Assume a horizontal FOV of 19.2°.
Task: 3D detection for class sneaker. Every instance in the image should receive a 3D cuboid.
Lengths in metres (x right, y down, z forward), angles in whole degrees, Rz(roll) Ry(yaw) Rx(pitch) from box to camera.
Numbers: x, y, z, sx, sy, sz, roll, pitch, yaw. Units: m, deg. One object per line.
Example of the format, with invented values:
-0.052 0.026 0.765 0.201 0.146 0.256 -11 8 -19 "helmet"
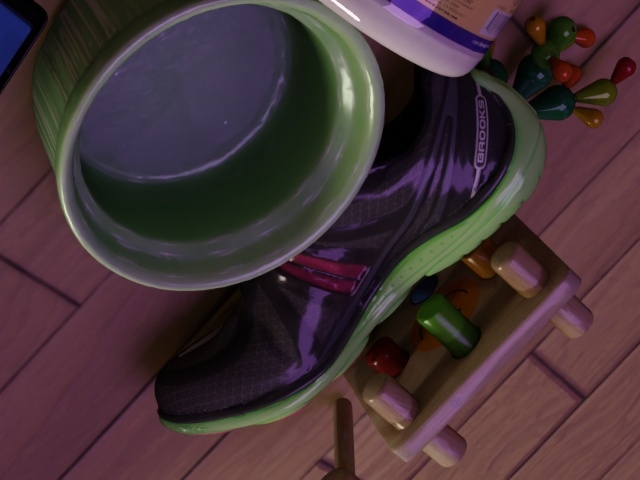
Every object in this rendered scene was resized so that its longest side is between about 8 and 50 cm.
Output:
0.000 0.000 1.885 0.483 0.185 0.202 -44 107 7 "sneaker"

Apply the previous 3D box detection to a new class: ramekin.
-0.109 -0.119 1.691 0.303 0.148 0.303 -15 130 -19 "ramekin"

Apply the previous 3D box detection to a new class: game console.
-0.309 -0.173 1.581 0.107 0.071 0.122 24 107 -43 "game console"

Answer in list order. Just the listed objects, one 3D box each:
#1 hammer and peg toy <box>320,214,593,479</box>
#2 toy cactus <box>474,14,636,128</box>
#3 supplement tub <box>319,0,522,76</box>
0.093 0.118 1.964 0.361 0.266 0.127 -46 114 6 "hammer and peg toy"
0.215 -0.148 1.947 0.219 0.112 0.180 6 129 -46 "toy cactus"
0.120 -0.335 1.627 0.241 0.241 0.331 23 108 -43 "supplement tub"
